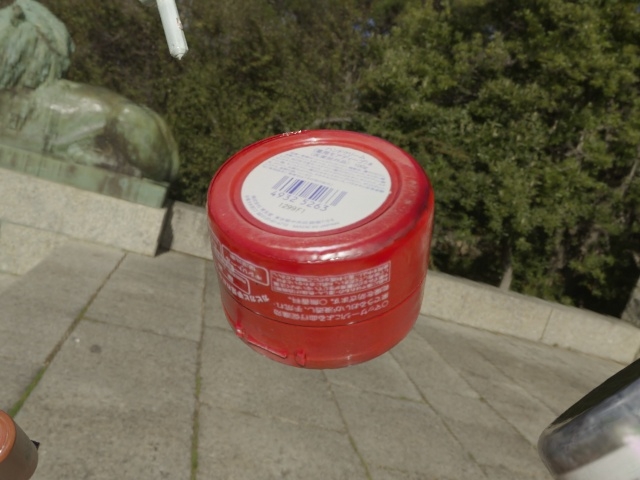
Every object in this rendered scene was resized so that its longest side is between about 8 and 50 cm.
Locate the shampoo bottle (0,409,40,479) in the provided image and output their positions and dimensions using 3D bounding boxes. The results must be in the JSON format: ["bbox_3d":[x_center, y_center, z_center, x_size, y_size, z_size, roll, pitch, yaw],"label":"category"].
[{"bbox_3d":[-0.447,0.304,0.849,0.085,0.086,0.244,17,-30,-3],"label":"shampoo bottle"}]

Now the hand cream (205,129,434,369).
[{"bbox_3d":[0.000,0.000,0.605,0.230,0.150,0.230,-3,42,2],"label":"hand cream"}]

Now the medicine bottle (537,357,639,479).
[{"bbox_3d":[0.293,0.207,0.397,0.273,0.165,0.165,54,23,22],"label":"medicine bottle"}]

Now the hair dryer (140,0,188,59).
[{"bbox_3d":[-0.190,-0.298,0.773,0.081,0.137,0.047,-16,-4,25],"label":"hair dryer"}]
